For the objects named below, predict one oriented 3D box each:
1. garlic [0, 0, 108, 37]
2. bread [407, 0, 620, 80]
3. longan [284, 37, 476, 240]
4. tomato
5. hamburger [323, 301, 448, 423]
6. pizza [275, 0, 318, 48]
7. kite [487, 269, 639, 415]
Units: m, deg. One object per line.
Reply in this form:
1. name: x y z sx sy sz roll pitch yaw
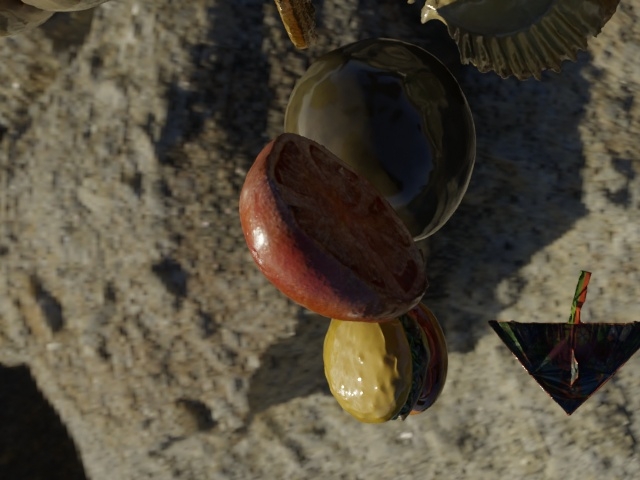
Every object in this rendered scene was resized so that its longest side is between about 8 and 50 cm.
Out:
1. garlic: -0.324 -0.344 1.605 0.286 0.313 0.249 -5 127 2
2. bread: 0.278 -0.379 1.768 0.236 0.183 0.388 25 78 22
3. longan: 0.070 -0.114 1.702 0.248 0.248 0.248 0 90 28
4. tomato: 0.000 0.000 1.504 0.095 0.237 0.236 -44 71 23
5. hamburger: 0.077 0.141 1.721 0.162 0.115 0.162 8 100 52
6. pizza: -0.043 -0.365 1.884 0.062 0.188 0.198 -16 60 2
7. kite: 0.266 0.106 1.507 0.190 0.010 0.159 -2 67 21
